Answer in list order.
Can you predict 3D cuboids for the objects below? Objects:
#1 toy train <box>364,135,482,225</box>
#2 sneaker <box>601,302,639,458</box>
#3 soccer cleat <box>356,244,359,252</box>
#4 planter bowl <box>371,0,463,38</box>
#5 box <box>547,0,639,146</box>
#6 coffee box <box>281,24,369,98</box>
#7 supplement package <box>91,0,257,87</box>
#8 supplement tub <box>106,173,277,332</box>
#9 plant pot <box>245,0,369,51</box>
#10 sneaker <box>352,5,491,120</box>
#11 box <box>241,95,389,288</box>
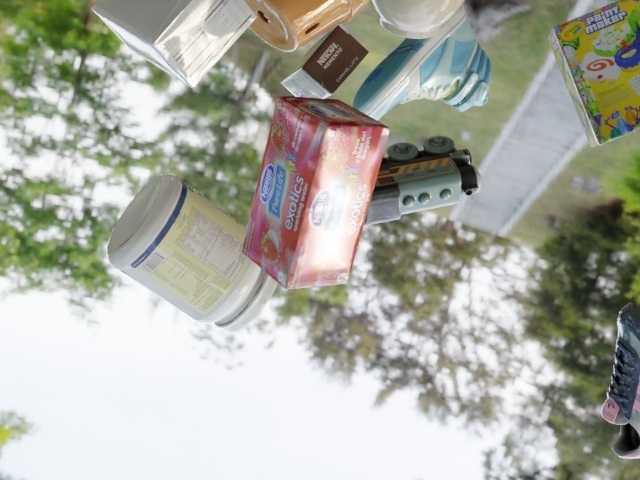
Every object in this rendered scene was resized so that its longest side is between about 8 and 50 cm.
[{"bbox_3d":[0.207,-0.138,2.438,0.334,0.142,0.190,-10,-143,-9],"label":"toy train"},{"bbox_3d":[0.559,0.263,1.873,0.131,0.319,0.112,-24,-155,-5],"label":"sneaker"},{"bbox_3d":[0.000,0.000,2.251,0.109,0.116,0.318,23,-173,23],"label":"soccer cleat"},{"bbox_3d":[0.141,-0.367,1.553,0.162,0.109,0.162,4,-140,-4],"label":"planter bowl"},{"bbox_3d":[0.691,-0.388,2.314,0.290,0.279,0.177,-21,180,9],"label":"box"},{"bbox_3d":[0.007,-0.414,2.517,0.098,0.141,0.246,41,171,-11],"label":"coffee box"},{"bbox_3d":[-0.303,-0.467,2.154,0.262,0.204,0.145,35,171,43],"label":"supplement package"},{"bbox_3d":[-0.272,0.034,2.277,0.325,0.235,0.235,36,-174,-23],"label":"supplement tub"},{"bbox_3d":[-0.064,-0.553,2.292,0.291,0.203,0.291,39,165,13],"label":"plant pot"},{"bbox_3d":[0.223,-0.303,2.095,0.208,0.319,0.127,49,166,-21],"label":"sneaker"},{"bbox_3d":[-0.011,-0.070,1.536,0.123,0.256,0.128,-3,-153,-38],"label":"box"}]
